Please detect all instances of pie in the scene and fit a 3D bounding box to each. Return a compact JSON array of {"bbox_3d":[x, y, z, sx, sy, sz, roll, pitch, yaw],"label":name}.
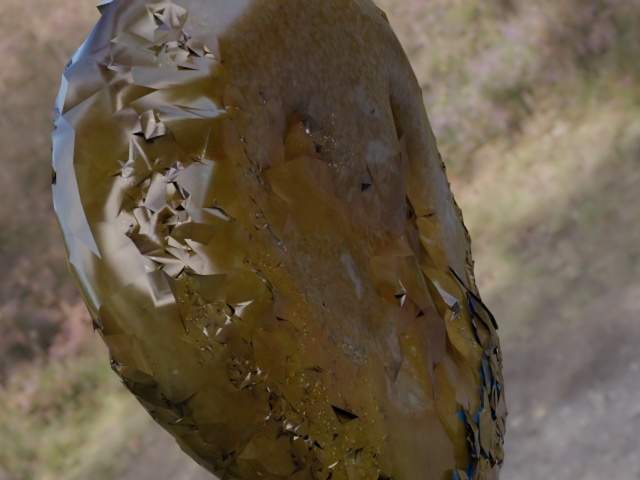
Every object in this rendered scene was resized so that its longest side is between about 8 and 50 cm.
[{"bbox_3d":[0.001,0.000,0.756,0.069,0.273,0.273,-21,19,30],"label":"pie"}]
